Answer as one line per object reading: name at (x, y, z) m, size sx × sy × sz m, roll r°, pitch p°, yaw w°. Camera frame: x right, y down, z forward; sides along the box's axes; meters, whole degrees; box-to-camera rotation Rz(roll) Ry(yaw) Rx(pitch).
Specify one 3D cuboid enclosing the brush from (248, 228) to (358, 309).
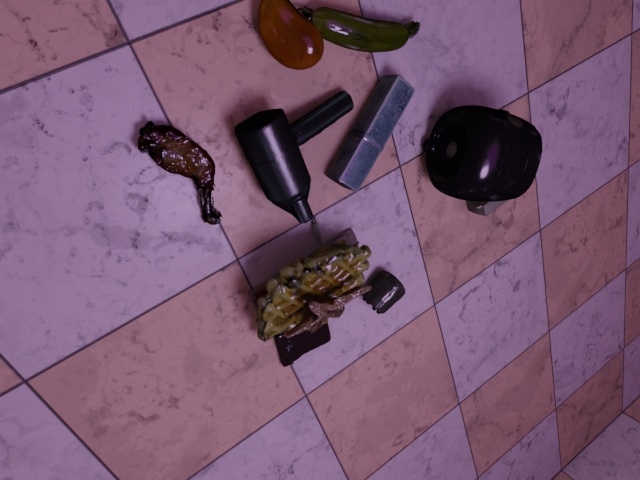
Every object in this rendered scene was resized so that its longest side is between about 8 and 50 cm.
brush at (-0.032, 0.074, 1.162) m, size 0.321 × 0.050 × 0.060 m, roll -32°, pitch 118°, yaw -17°

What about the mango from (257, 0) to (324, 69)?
mango at (-0.066, -0.421, 0.933) m, size 0.105 × 0.084 × 0.159 m, roll -38°, pitch 109°, yaw 17°

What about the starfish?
starfish at (0.018, 0.165, 1.085) m, size 0.240 × 0.043 × 0.227 m, roll -27°, pitch 163°, yaw -11°

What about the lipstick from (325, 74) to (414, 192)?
lipstick at (0.122, -0.260, 1.103) m, size 0.077 × 0.076 × 0.290 m, roll 29°, pitch 93°, yaw -33°

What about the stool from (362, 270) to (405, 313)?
stool at (0.176, 0.146, 1.282) m, size 0.110 × 0.096 × 0.096 m, roll -48°, pitch 124°, yaw -2°

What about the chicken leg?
chicken leg at (-0.267, -0.140, 0.940) m, size 0.106 × 0.051 × 0.253 m, roll -37°, pitch 124°, yaw -6°

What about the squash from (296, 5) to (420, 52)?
squash at (0.095, -0.462, 1.013) m, size 0.318 × 0.071 × 0.080 m, roll -7°, pitch 111°, yaw -28°

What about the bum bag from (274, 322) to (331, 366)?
bum bag at (-0.044, 0.267, 1.240) m, size 0.159 × 0.026 × 0.109 m, roll -24°, pitch 118°, yaw -21°

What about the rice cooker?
rice cooker at (0.408, -0.222, 1.187) m, size 0.224 × 0.267 × 0.267 m, roll 1°, pitch 108°, yaw -23°

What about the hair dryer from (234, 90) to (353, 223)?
hair dryer at (-0.018, -0.208, 1.036) m, size 0.302 × 0.116 × 0.244 m, roll -38°, pitch 126°, yaw -21°

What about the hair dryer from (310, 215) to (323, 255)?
hair dryer at (0.000, 0.000, 1.143) m, size 0.063 × 0.038 × 0.124 m, roll -7°, pitch 82°, yaw -29°

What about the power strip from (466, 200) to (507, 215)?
power strip at (0.525, -0.134, 1.388) m, size 0.175 × 0.075 × 0.042 m, roll -32°, pitch 120°, yaw -15°

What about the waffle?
waffle at (-0.019, 0.124, 1.112) m, size 0.317 × 0.073 × 0.297 m, roll -16°, pitch 143°, yaw -35°
